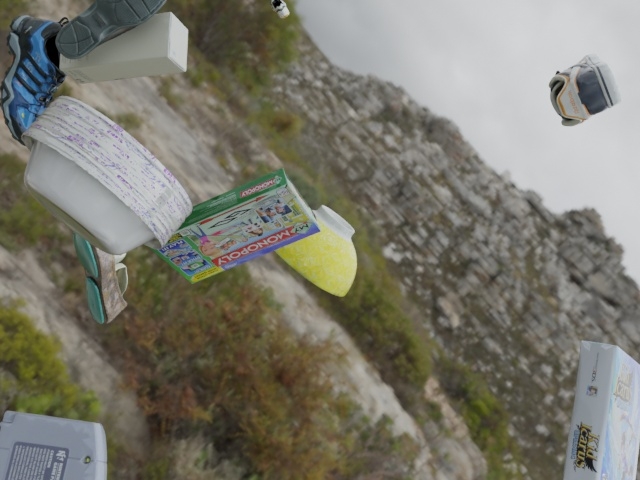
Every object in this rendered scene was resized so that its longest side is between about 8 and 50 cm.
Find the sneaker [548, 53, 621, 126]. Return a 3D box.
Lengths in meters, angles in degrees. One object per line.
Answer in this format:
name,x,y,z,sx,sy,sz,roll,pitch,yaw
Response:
sneaker,0.557,-0.323,1.699,0.126,0.127,0.321,66,20,-3

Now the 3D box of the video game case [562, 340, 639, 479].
video game case,0.464,0.307,1.280,0.061,0.245,0.269,3,-14,32

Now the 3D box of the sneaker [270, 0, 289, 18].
sneaker,-0.094,-0.527,1.766,0.037,0.032,0.083,54,1,-42

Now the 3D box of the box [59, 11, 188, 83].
box,-0.442,-0.430,1.782,0.094,0.274,0.113,36,55,-71

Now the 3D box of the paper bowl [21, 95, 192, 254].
paper bowl,-0.360,-0.086,1.286,0.284,0.148,0.284,33,-17,12

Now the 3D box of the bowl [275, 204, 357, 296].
bowl,0.000,0.000,2.124,0.289,0.156,0.289,38,10,-8

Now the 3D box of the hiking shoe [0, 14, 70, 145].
hiking shoe,-0.660,-0.370,1.845,0.132,0.304,0.113,7,8,15

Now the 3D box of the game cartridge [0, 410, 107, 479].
game cartridge,-0.453,0.435,1.281,0.195,0.295,0.060,5,-19,12

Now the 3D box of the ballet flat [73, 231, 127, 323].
ballet flat,-0.522,0.064,1.915,0.107,0.106,0.316,37,-39,28

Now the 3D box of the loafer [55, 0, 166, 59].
loafer,-0.446,-0.482,1.701,0.096,0.267,0.084,59,2,-13

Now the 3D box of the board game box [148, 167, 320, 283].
board game box,-0.180,-0.023,1.664,0.213,0.317,0.046,53,17,-57
